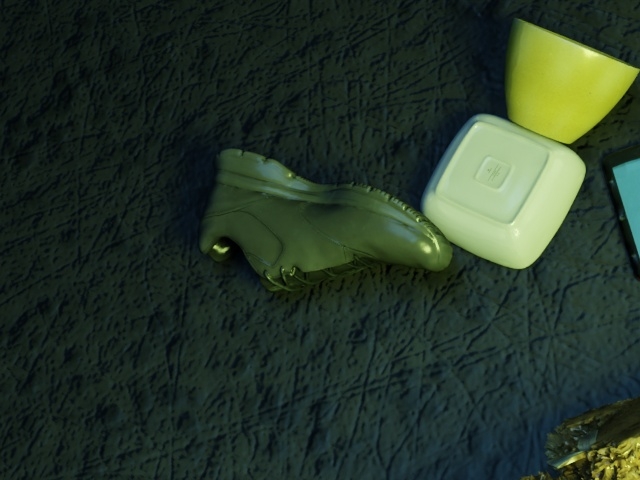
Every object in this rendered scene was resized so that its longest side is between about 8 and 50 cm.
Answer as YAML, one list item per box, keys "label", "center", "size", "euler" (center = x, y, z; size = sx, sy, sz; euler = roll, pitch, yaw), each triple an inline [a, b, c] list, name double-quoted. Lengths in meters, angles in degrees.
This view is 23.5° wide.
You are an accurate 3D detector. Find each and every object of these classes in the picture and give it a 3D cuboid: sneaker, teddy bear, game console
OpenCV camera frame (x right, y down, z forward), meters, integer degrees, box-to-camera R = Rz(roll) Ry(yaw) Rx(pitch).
- label: "sneaker"
  center: [0.000, 0.000, 1.553]
  size: [0.286, 0.109, 0.130]
  euler: [15, 80, 32]
- label: "teddy bear"
  center: [0.275, 0.206, 1.315]
  size: [0.245, 0.338, 0.113]
  euler: [-19, 98, 43]
- label: "game console"
  center: [0.343, -0.051, 1.470]
  size: [0.085, 0.124, 0.144]
  euler: [-6, 65, -14]

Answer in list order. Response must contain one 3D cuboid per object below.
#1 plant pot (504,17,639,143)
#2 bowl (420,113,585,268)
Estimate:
- label: "plant pot"
  center: [0.236, -0.152, 1.529]
  size: [0.134, 0.134, 0.095]
  euler: [27, 102, 25]
- label: "bowl"
  center: [0.177, -0.057, 1.540]
  size: [0.142, 0.053, 0.142]
  euler: [27, 80, 25]
